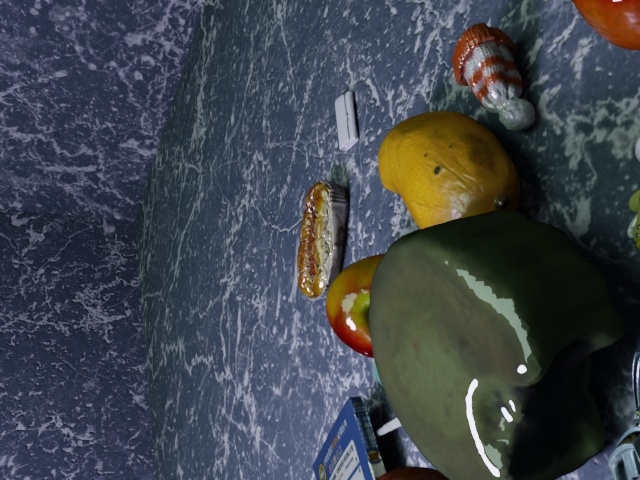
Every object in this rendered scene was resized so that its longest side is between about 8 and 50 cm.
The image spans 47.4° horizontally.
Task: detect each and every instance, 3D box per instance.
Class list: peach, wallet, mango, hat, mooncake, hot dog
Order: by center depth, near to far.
[{"bbox_3d":[0.216,0.137,0.939,0.351,0.187,0.351,39,137,47],"label":"mooncake"},{"bbox_3d":[0.264,-0.231,1.087,0.112,0.093,0.162,88,168,-65],"label":"hat"},{"bbox_3d":[0.193,-0.109,1.147,0.187,0.144,0.359,-71,27,22],"label":"mango"},{"bbox_3d":[0.102,0.112,1.264,0.197,0.197,0.197,-21,66,62],"label":"peach"},{"bbox_3d":[0.057,-0.262,1.597,0.061,0.025,0.122,-33,56,51],"label":"wallet"},{"bbox_3d":[0.000,0.000,1.607,0.144,0.075,0.268,2,89,62],"label":"hot dog"}]

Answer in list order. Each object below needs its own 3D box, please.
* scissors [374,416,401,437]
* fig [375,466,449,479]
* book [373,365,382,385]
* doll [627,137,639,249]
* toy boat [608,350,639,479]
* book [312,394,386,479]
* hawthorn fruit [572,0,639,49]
[{"bbox_3d":[0.158,0.300,1.254,0.212,0.021,0.110,-45,52,45],"label":"scissors"},{"bbox_3d":[0.157,0.427,1.095,0.205,0.205,0.205,-21,66,62],"label":"fig"},{"bbox_3d":[0.143,0.244,1.324,0.135,0.017,0.103,50,130,53],"label":"book"},{"bbox_3d":[0.390,-0.054,0.815,0.106,0.062,0.163,-4,80,60],"label":"doll"},{"bbox_3d":[0.369,0.247,0.734,0.114,0.122,0.296,92,172,-60],"label":"toy boat"},{"bbox_3d":[0.080,0.544,1.334,0.300,0.039,0.428,110,151,-46],"label":"book"},{"bbox_3d":[0.346,-0.310,0.774,0.196,0.225,0.197,-14,72,50],"label":"hawthorn fruit"}]
